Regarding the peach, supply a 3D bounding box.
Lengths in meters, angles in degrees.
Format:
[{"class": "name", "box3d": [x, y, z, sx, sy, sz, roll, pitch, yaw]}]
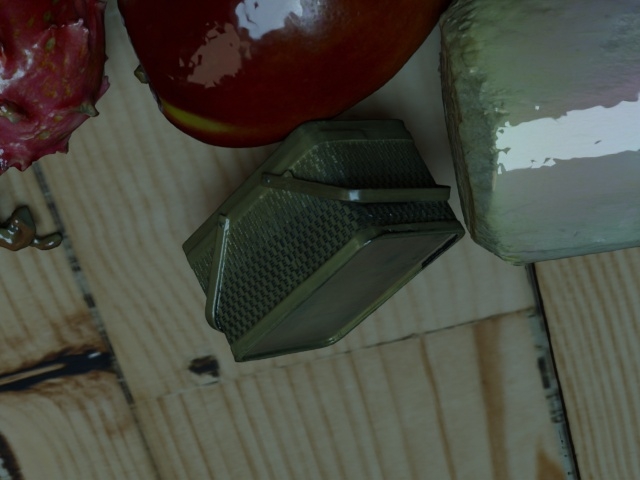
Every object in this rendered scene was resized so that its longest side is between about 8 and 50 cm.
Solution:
[{"class": "peach", "box3d": [-0.025, -0.214, 1.296, 0.362, 0.201, 0.257, -12, 118, 5]}]

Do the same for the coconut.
[{"class": "coconut", "box3d": [0.277, -0.133, 1.300, 0.310, 0.297, 0.297, -10, 119, 2]}]

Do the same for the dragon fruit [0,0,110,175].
[{"class": "dragon fruit", "box3d": [-0.299, -0.182, 1.316, 0.205, 0.210, 0.268, 30, 110, -35]}]

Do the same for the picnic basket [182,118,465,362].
[{"class": "picnic basket", "box3d": [0.000, 0.000, 1.380, 0.165, 0.139, 0.267, -6, 152, -45]}]

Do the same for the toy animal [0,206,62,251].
[{"class": "toy animal", "box3d": [-0.444, -0.051, 1.451, 0.158, 0.097, 0.312, -27, 119, 27]}]
